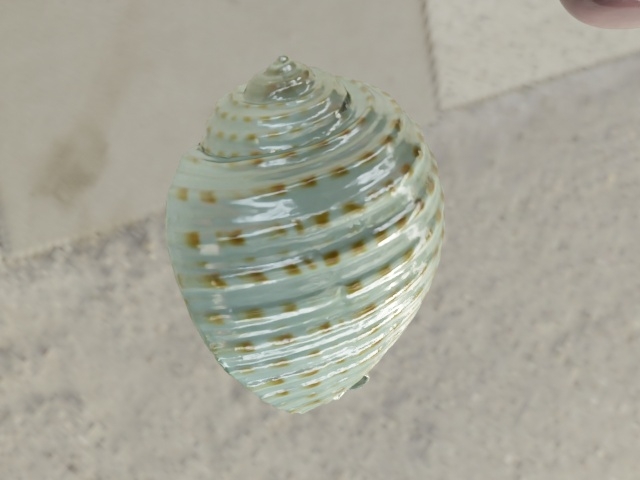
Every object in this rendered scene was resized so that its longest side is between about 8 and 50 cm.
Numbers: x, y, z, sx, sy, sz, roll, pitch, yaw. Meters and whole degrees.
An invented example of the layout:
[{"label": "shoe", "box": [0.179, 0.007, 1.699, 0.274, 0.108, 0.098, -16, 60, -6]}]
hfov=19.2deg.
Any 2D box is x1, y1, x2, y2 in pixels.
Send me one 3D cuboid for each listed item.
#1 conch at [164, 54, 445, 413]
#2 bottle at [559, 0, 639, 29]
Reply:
[{"label": "conch", "box": [0.008, -0.006, 1.063, 0.131, 0.172, 0.200, -25, 104, 24]}, {"label": "bottle", "box": [0.175, -0.241, 1.117, 0.110, 0.110, 0.233, 7, 76, -32]}]
